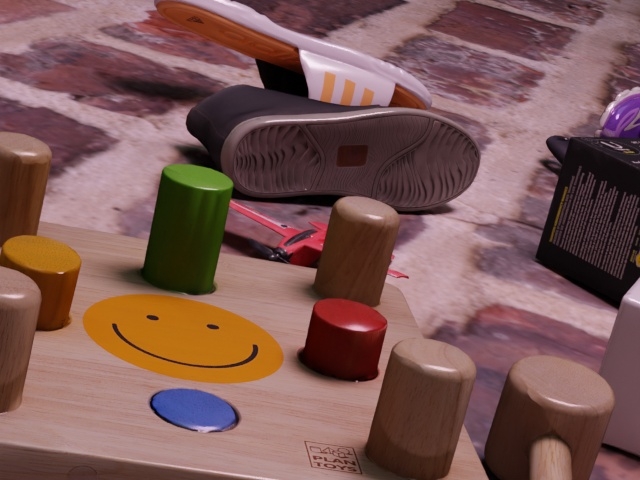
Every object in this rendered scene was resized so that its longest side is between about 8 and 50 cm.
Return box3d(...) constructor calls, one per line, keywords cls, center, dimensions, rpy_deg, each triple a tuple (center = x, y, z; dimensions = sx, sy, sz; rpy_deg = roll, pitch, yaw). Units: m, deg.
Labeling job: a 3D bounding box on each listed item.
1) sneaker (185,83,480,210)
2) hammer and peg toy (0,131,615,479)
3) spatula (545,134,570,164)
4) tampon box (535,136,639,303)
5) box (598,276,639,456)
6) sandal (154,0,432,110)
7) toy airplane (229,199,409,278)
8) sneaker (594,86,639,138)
box3d(cls="sneaker", center=(0.011, -0.084, 1.269), dimensions=(0.222, 0.083, 0.118), rpy_deg=(3, 21, -26))
box3d(cls="hammer and peg toy", center=(-0.011, 0.065, 0.751), dimensions=(0.361, 0.127, 0.266), rpy_deg=(11, 19, -11))
box3d(cls="spatula", center=(0.271, -0.032, 1.391), dimensions=(0.084, 0.030, 0.296), rpy_deg=(2, 22, -25))
box3d(cls="tampon box", center=(0.264, -0.003, 1.192), dimensions=(0.120, 0.101, 0.161), rpy_deg=(-1, 23, -40))
box3d(cls="box", center=(0.247, 0.074, 0.971), dimensions=(0.130, 0.091, 0.170), rpy_deg=(20, 20, 18))
box3d(cls="sandal", center=(-0.032, -0.141, 1.413), dimensions=(0.265, 0.076, 0.102), rpy_deg=(19, -8, -22))
box3d(cls="toy airplane", center=(0.000, 0.000, 1.104), dimensions=(0.151, 0.028, 0.151), rpy_deg=(14, 19, -5))
box3d(cls="sneaker", center=(0.351, -0.107, 1.619), dimensions=(0.169, 0.068, 0.071), rpy_deg=(4, 27, -29))
